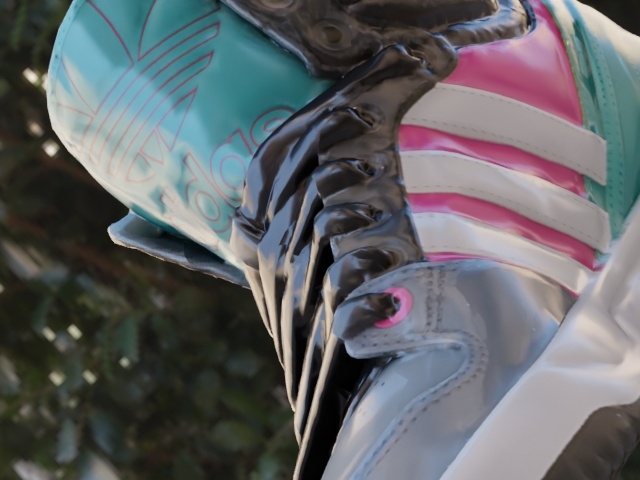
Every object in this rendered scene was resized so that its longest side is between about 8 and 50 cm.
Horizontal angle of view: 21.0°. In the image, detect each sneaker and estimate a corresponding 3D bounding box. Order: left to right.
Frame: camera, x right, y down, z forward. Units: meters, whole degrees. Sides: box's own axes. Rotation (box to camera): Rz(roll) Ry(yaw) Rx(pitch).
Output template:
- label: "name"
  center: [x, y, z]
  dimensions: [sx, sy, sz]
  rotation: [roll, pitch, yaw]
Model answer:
- label: "sneaker"
  center: [0.000, 0.000, 0.429]
  dimensions: [0.295, 0.178, 0.124]
  rotation: [-49, -16, -56]
